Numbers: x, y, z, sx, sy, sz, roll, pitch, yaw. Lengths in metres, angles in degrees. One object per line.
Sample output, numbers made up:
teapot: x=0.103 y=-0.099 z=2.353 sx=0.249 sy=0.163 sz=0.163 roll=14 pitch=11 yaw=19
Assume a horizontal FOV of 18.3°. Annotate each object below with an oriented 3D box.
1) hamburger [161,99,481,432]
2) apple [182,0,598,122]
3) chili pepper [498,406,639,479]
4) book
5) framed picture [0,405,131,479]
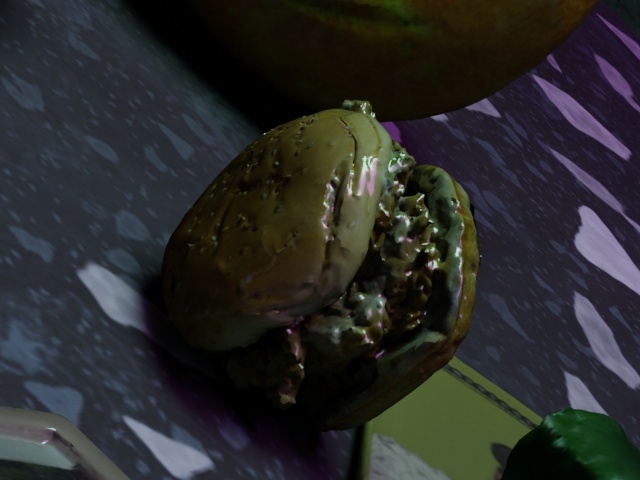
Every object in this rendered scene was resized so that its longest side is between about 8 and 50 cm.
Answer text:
hamburger: x=0.000 y=0.000 z=1.012 sx=0.131 sy=0.159 sz=0.185 roll=33 pitch=40 yaw=-22
apple: x=0.049 y=-0.250 z=1.404 sx=0.339 sy=0.339 sz=0.339 roll=38 pitch=18 yaw=-15
chili pepper: x=0.089 y=0.184 z=0.739 sx=0.213 sy=0.167 sz=0.385 roll=35 pitch=22 yaw=-20
book: x=0.114 y=0.175 z=1.057 sx=0.239 sy=0.035 sz=0.352 roll=37 pitch=19 yaw=-9
framed picture: x=-0.136 y=0.097 z=0.577 sx=0.315 sy=0.024 sz=0.232 roll=13 pitch=17 yaw=-48
